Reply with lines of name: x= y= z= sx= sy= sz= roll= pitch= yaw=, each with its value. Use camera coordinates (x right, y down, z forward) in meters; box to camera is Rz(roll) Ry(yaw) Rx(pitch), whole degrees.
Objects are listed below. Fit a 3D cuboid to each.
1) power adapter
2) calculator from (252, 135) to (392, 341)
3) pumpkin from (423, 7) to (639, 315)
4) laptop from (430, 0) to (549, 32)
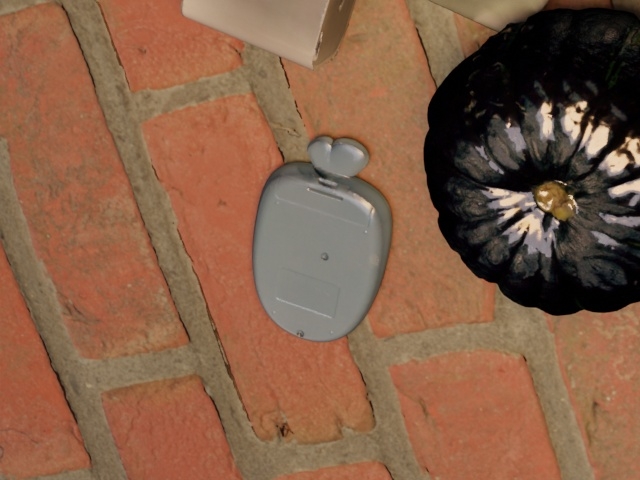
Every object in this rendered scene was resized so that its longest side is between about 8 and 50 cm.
power adapter: x=-0.080 y=-0.344 z=2.051 sx=0.255 sy=0.124 sz=0.187 roll=24 pitch=117 yaw=13
calculator: x=0.000 y=0.000 z=2.210 sx=0.188 sy=0.042 sz=0.303 roll=18 pitch=120 yaw=16
pumpkin: x=0.293 y=-0.092 z=1.916 sx=0.363 sy=0.266 sz=0.363 roll=11 pitch=123 yaw=18
laptop: x=0.152 y=-0.341 z=1.890 sx=0.269 sy=0.015 sz=0.188 roll=23 pitch=140 yaw=-10
